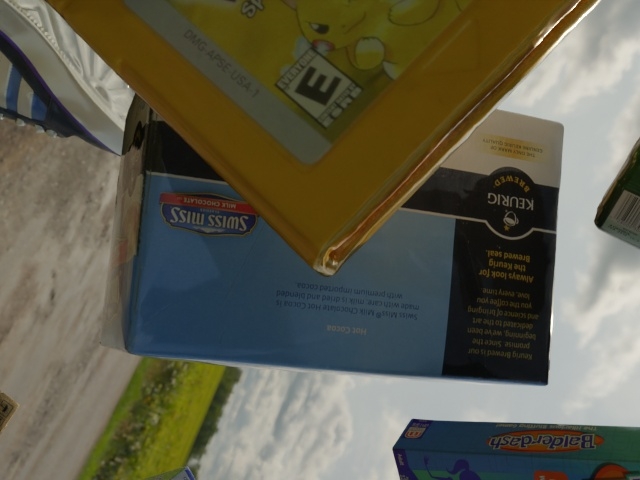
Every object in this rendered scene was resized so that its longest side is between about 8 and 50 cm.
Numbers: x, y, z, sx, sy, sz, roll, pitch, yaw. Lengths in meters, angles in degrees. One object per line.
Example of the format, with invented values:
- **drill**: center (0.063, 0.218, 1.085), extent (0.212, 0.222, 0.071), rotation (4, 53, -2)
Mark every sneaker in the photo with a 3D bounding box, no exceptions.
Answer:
- **sneaker**: center (-0.363, -0.177, 0.888), extent (0.236, 0.323, 0.130), rotation (-23, -137, 24)

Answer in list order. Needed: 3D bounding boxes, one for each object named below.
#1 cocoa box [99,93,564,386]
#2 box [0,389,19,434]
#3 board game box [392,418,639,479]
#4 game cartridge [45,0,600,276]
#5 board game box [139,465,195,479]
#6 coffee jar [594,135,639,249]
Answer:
- **cocoa box**: center (0.000, 0.000, 0.711), extent (0.231, 0.347, 0.228), rotation (165, -69, -70)
- **box**: center (-0.457, 0.220, 0.907), extent (0.021, 0.164, 0.201), rotation (-17, -145, 41)
- **board game box**: center (0.169, 0.208, 0.575), extent (0.047, 0.210, 0.160), rotation (-37, 116, -56)
- **game cartridge**: center (-0.009, -0.185, 0.518), extent (0.285, 0.323, 0.053), rotation (-46, 161, -1)
- **board game box**: center (-0.274, 0.330, 0.670), extent (0.233, 0.078, 0.347), rotation (-27, -178, 36)
- **coffee jar**: center (0.292, -0.007, 0.560), extent (0.096, 0.184, 0.079), rotation (-44, 159, -48)
